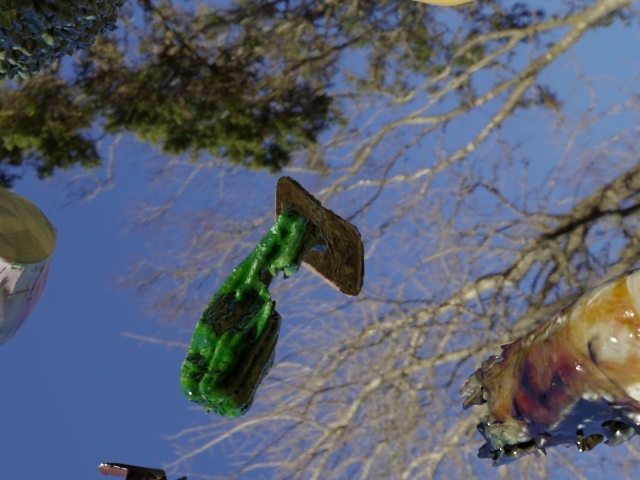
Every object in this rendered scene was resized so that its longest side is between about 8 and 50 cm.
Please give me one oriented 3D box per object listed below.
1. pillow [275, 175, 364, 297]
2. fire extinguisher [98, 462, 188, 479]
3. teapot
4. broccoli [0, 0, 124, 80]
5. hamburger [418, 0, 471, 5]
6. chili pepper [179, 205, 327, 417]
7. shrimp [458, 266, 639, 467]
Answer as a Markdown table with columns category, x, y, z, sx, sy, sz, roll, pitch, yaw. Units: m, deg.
| category | x | y | z | sx | sy | sz | roll | pitch | yaw |
| --- | --- | --- | --- | --- | --- | --- | --- | --- | --- |
| pillow | 0.000 | -0.002 | 1.430 | 0.211 | 0.034 | 0.135 | 32 | -134 | -45 |
| fire extinguisher | -0.210 | 0.354 | 1.059 | 0.337 | 0.147 | 0.106 | -107 | 13 | -63 |
| teapot | -0.428 | 0.014 | 1.150 | 0.222 | 0.178 | 0.163 | 25 | -146 | -30 |
| broccoli | -0.265 | -0.312 | 0.695 | 0.275 | 0.353 | 0.397 | -31 | -88 | -8 |
| hamburger | 0.084 | -0.226 | 0.588 | 0.115 | 0.162 | 0.162 | 38 | -134 | -53 |
| chili pepper | -0.074 | 0.075 | 1.067 | 0.083 | 0.099 | 0.253 | 44 | -114 | -45 |
| shrimp | 0.232 | 0.121 | 0.615 | 0.233 | 0.365 | 0.071 | 33 | -122 | -1 |
